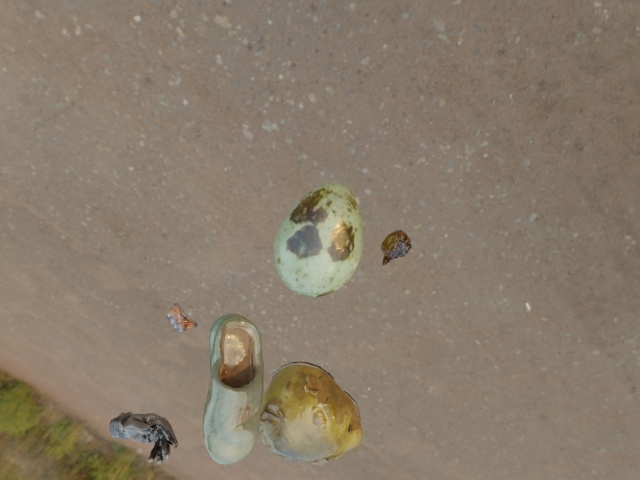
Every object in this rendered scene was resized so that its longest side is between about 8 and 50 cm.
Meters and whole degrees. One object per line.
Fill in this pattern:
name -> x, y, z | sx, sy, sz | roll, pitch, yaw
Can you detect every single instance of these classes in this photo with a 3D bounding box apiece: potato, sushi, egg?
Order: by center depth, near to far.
sushi -> 0.145, 0.012, 0.953 | 0.050, 0.047, 0.099 | -9, 152, -14
egg -> 0.000, 0.000, 0.980 | 0.169, 0.169, 0.231 | 22, 107, 8
potato -> -0.034, 0.487, 1.314 | 0.246, 0.196, 0.300 | -25, 115, 28

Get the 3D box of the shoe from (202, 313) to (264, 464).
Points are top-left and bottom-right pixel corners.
shoe -> -0.141, 0.249, 0.852 | 0.103, 0.251, 0.100 | 2, 172, -24

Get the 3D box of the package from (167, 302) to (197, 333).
package -> -0.351, 0.199, 1.285 | 0.110, 0.033, 0.077 | -40, 79, 45

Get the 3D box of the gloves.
gloves -> -0.528, 0.573, 1.530 | 0.285, 0.119, 0.142 | 11, 142, 36
